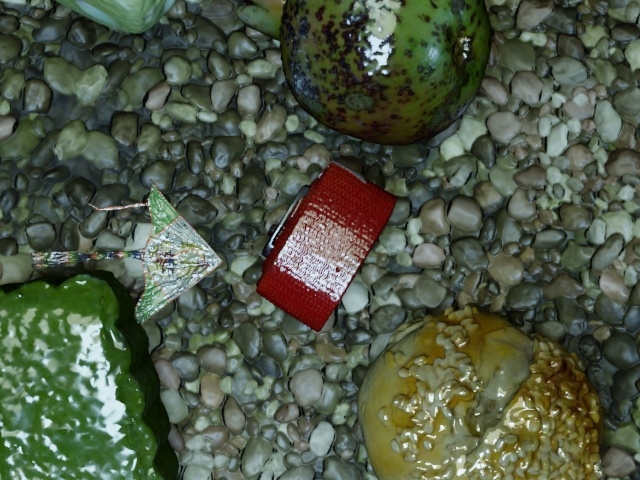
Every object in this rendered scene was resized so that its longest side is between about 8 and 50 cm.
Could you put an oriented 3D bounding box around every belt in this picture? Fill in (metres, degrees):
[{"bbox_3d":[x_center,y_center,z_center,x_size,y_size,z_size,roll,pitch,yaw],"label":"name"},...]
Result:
[{"bbox_3d":[0.000,0.000,1.541,0.124,0.128,0.201,32,83,-1],"label":"belt"}]

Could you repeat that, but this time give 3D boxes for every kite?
[{"bbox_3d":[-0.247,0.016,1.580,0.244,0.006,0.198,2,83,-4],"label":"kite"}]

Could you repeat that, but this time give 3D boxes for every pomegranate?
[{"bbox_3d":[0.037,-0.265,1.535,0.341,0.285,0.285,20,80,32],"label":"pomegranate"}]

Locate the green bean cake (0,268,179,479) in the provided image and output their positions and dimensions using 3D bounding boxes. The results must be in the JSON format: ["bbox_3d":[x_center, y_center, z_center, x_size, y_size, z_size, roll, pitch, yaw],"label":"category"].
[{"bbox_3d":[-0.354,0.208,1.456,0.335,0.218,0.319,-10,91,1],"label":"green bean cake"}]

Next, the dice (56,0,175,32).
[{"bbox_3d":[-0.264,-0.420,1.512,0.254,0.250,0.252,27,81,0],"label":"dice"}]

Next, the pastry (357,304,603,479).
[{"bbox_3d":[0.202,0.230,1.499,0.316,0.184,0.284,37,82,1],"label":"pastry"}]
